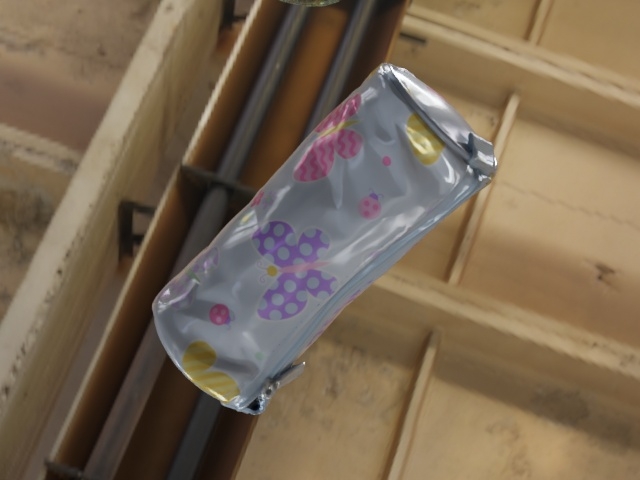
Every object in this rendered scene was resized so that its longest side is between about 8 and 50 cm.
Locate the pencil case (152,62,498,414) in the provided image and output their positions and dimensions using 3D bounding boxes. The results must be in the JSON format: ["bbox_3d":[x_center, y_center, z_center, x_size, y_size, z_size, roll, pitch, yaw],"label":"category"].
[{"bbox_3d":[0.000,0.000,0.944,0.113,0.273,0.124,33,-162,-37],"label":"pencil case"}]

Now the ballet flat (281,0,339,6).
[{"bbox_3d":[-0.050,-0.227,0.763,0.123,0.348,0.123,-4,-101,19],"label":"ballet flat"}]
